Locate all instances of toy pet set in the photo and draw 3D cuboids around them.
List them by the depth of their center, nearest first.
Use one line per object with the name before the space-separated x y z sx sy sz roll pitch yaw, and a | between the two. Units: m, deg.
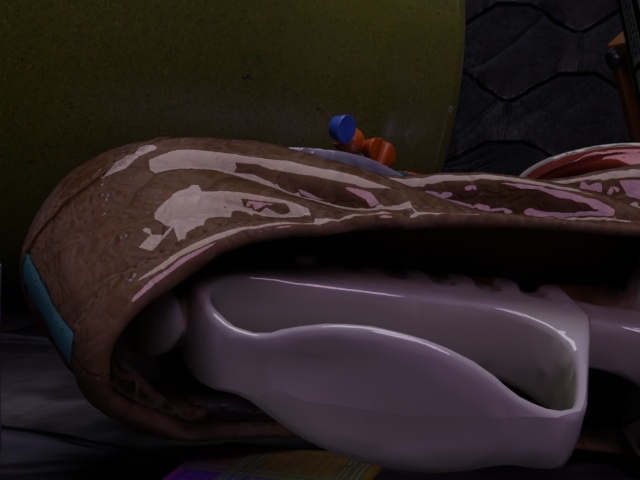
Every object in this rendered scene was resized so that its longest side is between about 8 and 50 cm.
toy pet set | 0.000 0.000 0.621 0.065 0.122 0.114 15 -7 38

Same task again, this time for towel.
towel | -0.018 0.077 0.331 0.060 0.009 0.083 4 6 15

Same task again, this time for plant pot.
plant pot | -0.107 -0.123 0.718 0.352 0.367 0.366 6 4 -13

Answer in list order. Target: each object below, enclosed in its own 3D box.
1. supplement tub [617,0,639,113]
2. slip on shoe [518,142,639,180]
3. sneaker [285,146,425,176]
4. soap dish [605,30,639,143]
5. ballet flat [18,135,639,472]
supplement tub | 0.265 -0.115 0.569 0.207 0.338 0.207 -9 -4 -1
slip on shoe | 0.319 -0.017 0.952 0.331 0.123 0.101 9 12 24
sneaker | 0.039 0.021 0.495 0.302 0.108 0.121 8 1 -23
soap dish | 0.405 -0.106 1.114 0.118 0.291 0.229 -18 9 -8
ballet flat | 0.076 0.031 0.362 0.342 0.116 0.124 6 24 -14
